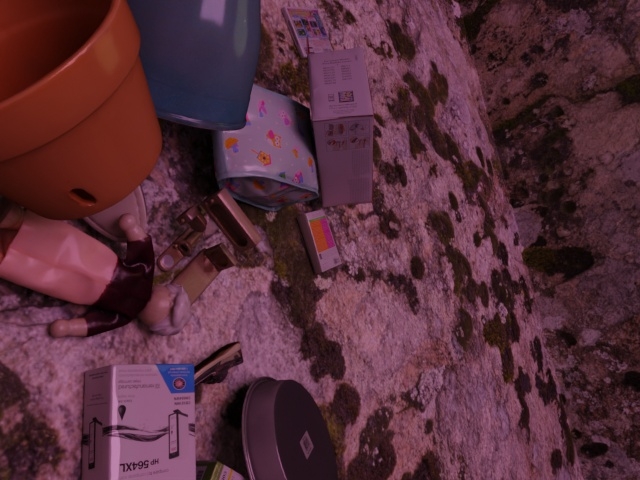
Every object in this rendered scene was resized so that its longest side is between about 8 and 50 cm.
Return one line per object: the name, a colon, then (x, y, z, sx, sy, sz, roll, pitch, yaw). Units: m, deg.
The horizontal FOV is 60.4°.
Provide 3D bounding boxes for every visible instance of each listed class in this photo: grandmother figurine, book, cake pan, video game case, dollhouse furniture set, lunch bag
grandmother figurine: (-0.334, 0.055, 0.843, 0.342, 0.104, 0.207, 38, 83, -40)
book: (0.000, 0.000, 1.330, 0.096, 0.035, 0.144, -19, 91, -56)
cake pan: (-0.046, 0.385, 1.008, 0.293, 0.054, 0.293, 58, 17, -30)
video game case: (-0.032, -0.582, 1.540, 0.157, 0.019, 0.143, -28, 97, -51)
dollhouse furniture set: (-0.206, 0.018, 0.970, 0.144, 0.151, 0.123, 54, 41, -18)
lunch bag: (-0.135, -0.196, 1.141, 0.262, 0.160, 0.223, 11, 67, -55)

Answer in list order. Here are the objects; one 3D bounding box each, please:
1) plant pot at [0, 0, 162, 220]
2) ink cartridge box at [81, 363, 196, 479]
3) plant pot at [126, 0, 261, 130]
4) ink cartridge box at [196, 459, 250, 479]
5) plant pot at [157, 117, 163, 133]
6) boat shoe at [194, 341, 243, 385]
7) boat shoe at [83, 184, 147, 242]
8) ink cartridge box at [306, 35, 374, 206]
plant pot: (-0.328, -0.162, 0.670, 0.203, 0.291, 0.290, 67, 29, -51)
ink cartridge box: (-0.270, 0.293, 0.829, 0.148, 0.086, 0.202, 13, 65, -48)
plant pot: (-0.214, -0.346, 0.872, 0.272, 0.272, 0.255, -9, 127, -52)
ink cartridge box: (-0.141, 0.501, 0.896, 0.255, 0.097, 0.188, 45, 44, -30)
plant pot: (-0.327, -0.207, 0.945, 0.134, 0.134, 0.095, 52, 24, -23)
boat shoe: (-0.187, 0.231, 0.982, 0.152, 0.056, 0.049, -31, 95, -52)
boat shoe: (-0.372, -0.148, 0.867, 0.324, 0.117, 0.096, 60, 4, -19)
ink cartridge box: (0.047, -0.277, 1.279, 0.309, 0.130, 0.271, 82, 3, -60)
